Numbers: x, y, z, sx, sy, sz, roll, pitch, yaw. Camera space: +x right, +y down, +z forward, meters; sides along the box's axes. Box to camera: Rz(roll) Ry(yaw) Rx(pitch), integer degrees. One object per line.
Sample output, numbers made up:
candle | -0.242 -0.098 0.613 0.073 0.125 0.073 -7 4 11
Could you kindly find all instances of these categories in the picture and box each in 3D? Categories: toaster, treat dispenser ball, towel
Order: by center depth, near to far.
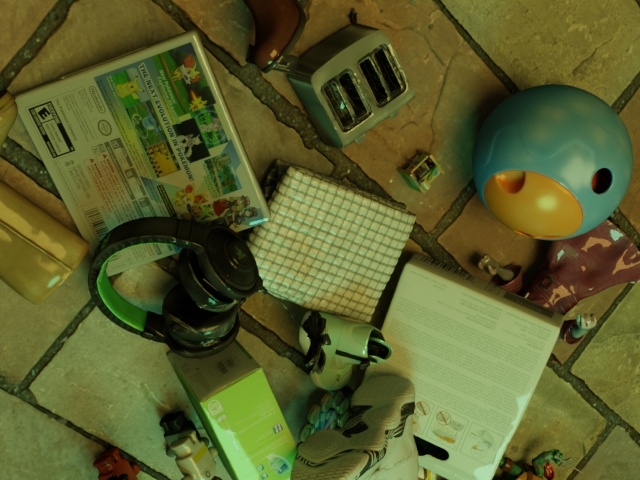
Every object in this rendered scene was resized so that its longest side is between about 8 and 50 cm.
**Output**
toaster | 0.052 -0.272 1.498 0.168 0.110 0.186 -36 118 -12
towel | 0.000 0.000 1.558 0.283 0.121 0.235 19 106 -24
treat dispenser ball | 0.426 -0.144 1.616 0.288 0.288 0.288 -8 110 -23

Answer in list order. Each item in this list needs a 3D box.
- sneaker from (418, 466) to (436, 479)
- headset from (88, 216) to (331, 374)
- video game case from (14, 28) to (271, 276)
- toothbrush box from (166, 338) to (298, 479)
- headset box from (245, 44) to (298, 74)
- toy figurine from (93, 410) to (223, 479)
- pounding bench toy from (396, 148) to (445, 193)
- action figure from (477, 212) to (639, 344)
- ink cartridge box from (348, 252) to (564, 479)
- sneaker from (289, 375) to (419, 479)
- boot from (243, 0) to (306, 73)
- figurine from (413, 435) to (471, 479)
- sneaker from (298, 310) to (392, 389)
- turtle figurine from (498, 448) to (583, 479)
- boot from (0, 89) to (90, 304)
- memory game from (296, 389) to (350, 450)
sneaker | 0.193 0.558 1.870 0.084 0.069 0.185 1 100 -17
headset | -0.177 0.105 1.402 0.394 0.185 0.243 15 131 -14
video game case | -0.273 -0.128 1.377 0.300 0.036 0.329 -19 115 4
toothbrush box | -0.141 0.320 1.546 0.122 0.206 0.283 -27 116 -16
headset box | -0.079 -0.299 1.441 0.062 0.083 0.032 9 103 -28
toy figurine | -0.273 0.418 1.512 0.209 0.213 0.148 -30 103 -17
pounding bench toy | 0.198 -0.128 1.629 0.065 0.083 0.052 -44 119 -6
action figure | 0.484 0.090 1.820 0.370 0.248 0.276 -43 163 7
ink cartridge box | 0.252 0.257 1.687 0.308 0.091 0.385 23 111 14
sneaker | 0.079 0.412 1.554 0.366 0.137 0.210 -38 124 -53
boot | -0.147 -0.414 1.313 0.280 0.096 0.264 26 66 -31
figurine | 0.290 0.390 1.768 0.092 0.209 0.215 20 97 -35
sneaker | 0.059 0.222 1.598 0.256 0.151 0.094 67 39 -57
turtle figurine | 0.465 0.548 1.959 0.234 0.118 0.175 17 74 -14
boot | -0.463 -0.064 1.340 0.236 0.089 0.269 -43 120 6
memory game | 0.005 0.378 1.695 0.186 0.012 0.186 -35 135 -44
